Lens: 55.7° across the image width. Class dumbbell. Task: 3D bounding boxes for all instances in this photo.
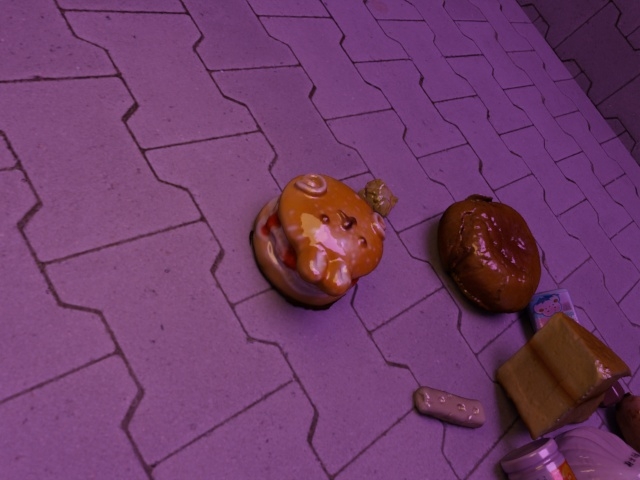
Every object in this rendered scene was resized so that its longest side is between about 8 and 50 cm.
[{"bbox_3d":[0.754,0.355,1.701,0.092,0.082,0.230,-19,73,-45],"label":"dumbbell"}]

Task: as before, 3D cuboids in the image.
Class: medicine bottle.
[{"bbox_3d":[0.505,0.566,1.300,0.133,0.133,0.249,-10,68,-44],"label":"medicine bottle"},{"bbox_3d":[0.643,0.237,1.656,0.094,0.119,0.187,67,12,-59],"label":"medicine bottle"}]

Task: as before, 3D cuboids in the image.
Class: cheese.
[{"bbox_3d":[0.286,0.367,1.327,0.194,0.043,0.064,22,53,-30],"label":"cheese"}]

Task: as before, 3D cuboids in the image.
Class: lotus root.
[{"bbox_3d":[0.909,0.549,1.641,0.160,0.146,0.284,6,60,-39],"label":"lotus root"}]

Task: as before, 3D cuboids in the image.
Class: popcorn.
[{"bbox_3d":[0.135,-0.096,1.497,0.089,0.097,0.109,-3,89,-55],"label":"popcorn"}]

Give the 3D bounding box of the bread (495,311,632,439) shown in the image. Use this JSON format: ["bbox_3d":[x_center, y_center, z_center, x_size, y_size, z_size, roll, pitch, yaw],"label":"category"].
[{"bbox_3d":[0.645,0.370,1.452,0.362,0.233,0.245,30,20,-25],"label":"bread"}]

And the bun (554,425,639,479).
[{"bbox_3d":[0.696,0.559,1.437,0.263,0.175,0.263,24,47,-28],"label":"bun"}]

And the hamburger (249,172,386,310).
[{"bbox_3d":[0.000,0.000,1.246,0.261,0.186,0.302,40,45,-10],"label":"hamburger"}]

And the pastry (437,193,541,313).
[{"bbox_3d":[0.459,0.033,1.629,0.356,0.164,0.355,25,45,-28],"label":"pastry"}]
